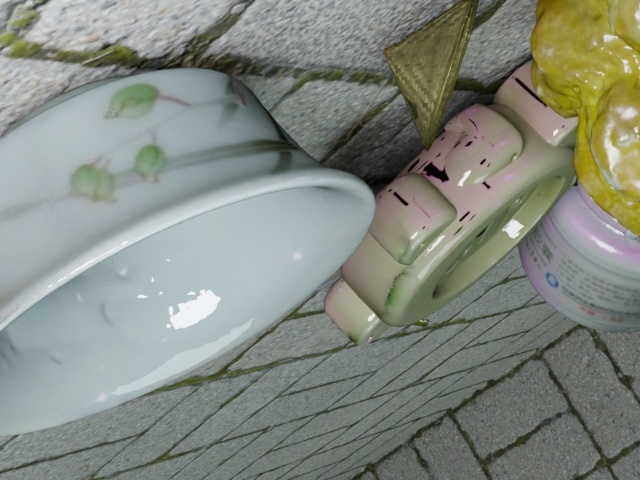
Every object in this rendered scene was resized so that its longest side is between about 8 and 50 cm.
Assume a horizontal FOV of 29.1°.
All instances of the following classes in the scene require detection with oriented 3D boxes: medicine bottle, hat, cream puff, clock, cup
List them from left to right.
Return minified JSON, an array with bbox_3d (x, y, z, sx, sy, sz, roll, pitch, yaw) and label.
[{"bbox_3d":[-0.146,-0.010,0.917,0.347,0.163,0.347,-27,164,-8],"label":"cup"},{"bbox_3d":[0.086,-0.157,1.076,0.146,0.067,0.146,19,90,-83],"label":"hat"},{"bbox_3d":[0.146,-0.033,1.318,0.309,0.114,0.284,-33,162,-32],"label":"clock"},{"bbox_3d":[0.399,-0.057,1.543,0.256,0.256,0.325,-25,155,-18],"label":"medicine bottle"},{"bbox_3d":[0.336,-0.111,1.093,0.324,0.257,0.291,12,176,16],"label":"cream puff"}]

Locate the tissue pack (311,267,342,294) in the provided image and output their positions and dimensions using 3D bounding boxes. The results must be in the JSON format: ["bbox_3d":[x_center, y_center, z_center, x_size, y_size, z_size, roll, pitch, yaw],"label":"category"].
[{"bbox_3d":[0.000,0.000,1.365,0.115,0.065,0.155,-33,163,-1],"label":"tissue pack"}]

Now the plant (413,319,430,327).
[{"bbox_3d":[0.089,0.084,1.679,0.116,0.122,0.104,-41,173,10],"label":"plant"}]
